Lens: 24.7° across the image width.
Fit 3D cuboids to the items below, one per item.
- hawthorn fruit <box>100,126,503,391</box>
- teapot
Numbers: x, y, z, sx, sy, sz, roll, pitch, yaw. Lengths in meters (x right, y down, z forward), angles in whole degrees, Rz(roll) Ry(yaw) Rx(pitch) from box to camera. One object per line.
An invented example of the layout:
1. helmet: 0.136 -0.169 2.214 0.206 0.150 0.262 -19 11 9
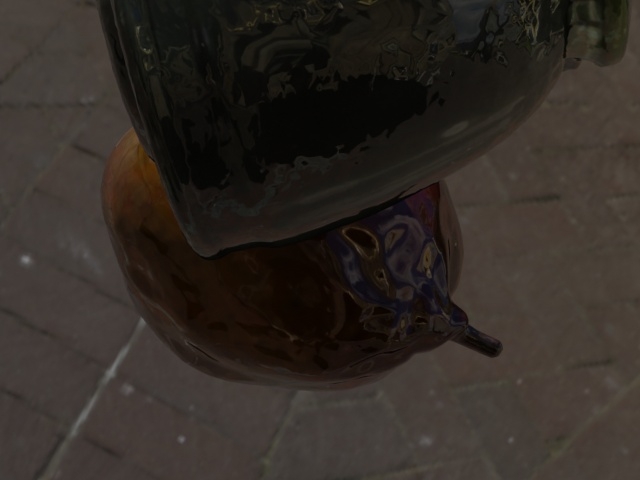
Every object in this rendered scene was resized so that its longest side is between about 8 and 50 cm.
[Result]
1. hawthorn fruit: 0.000 0.000 0.860 0.248 0.208 0.208 28 36 27
2. teapot: 0.013 -0.167 0.652 0.239 0.322 0.239 -13 21 1
